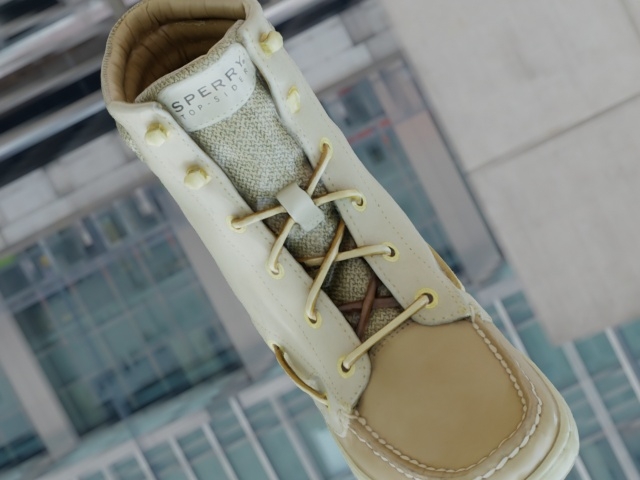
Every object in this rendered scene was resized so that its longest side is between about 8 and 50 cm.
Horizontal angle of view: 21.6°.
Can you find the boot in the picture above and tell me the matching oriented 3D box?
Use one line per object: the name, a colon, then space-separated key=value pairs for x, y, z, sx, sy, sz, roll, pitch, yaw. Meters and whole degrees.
boot: x=0.000 y=0.000 z=0.750 sx=0.095 sy=0.203 sz=0.262 roll=-35 pitch=-146 yaw=-4
